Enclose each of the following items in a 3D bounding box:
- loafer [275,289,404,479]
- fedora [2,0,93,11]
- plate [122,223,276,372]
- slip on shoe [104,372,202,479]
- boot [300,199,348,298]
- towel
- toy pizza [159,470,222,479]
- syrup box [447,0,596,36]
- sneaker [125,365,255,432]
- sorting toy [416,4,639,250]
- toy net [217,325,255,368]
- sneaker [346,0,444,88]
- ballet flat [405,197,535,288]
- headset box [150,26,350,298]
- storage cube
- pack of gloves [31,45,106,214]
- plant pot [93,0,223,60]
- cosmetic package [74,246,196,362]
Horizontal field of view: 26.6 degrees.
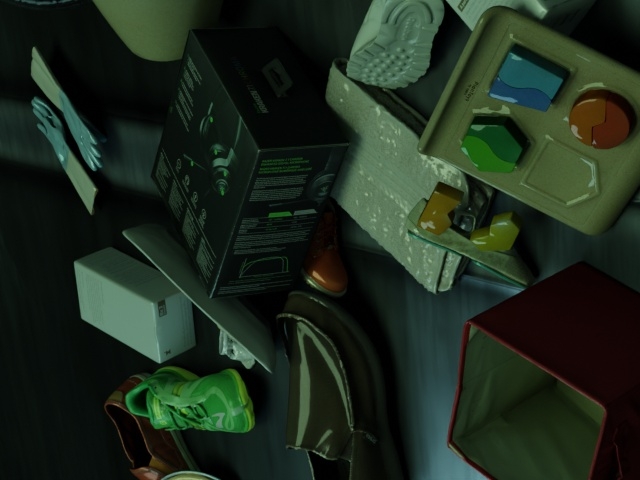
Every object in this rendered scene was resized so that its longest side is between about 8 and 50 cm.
[{"bbox_3d":[0.016,0.243,1.858,0.134,0.130,0.366,1,115,51],"label":"loafer"},{"bbox_3d":[-0.382,-0.494,1.919,0.152,0.334,0.334,-100,21,-44],"label":"fedora"},{"bbox_3d":[-0.157,0.067,1.923,0.278,0.045,0.277,44,178,-3],"label":"plate"},{"bbox_3d":[-0.280,0.396,2.359,0.123,0.101,0.331,-21,93,52],"label":"slip on shoe"},{"bbox_3d":[0.000,0.000,1.831,0.084,0.059,0.158,-39,76,48],"label":"boot"},{"bbox_3d":[0.089,-0.077,1.682,0.282,0.049,0.187,43,137,29],"label":"towel"},{"bbox_3d":[-0.203,0.480,2.290,0.201,0.032,0.201,8,116,17],"label":"toy pizza"},{"bbox_3d":[0.171,-0.304,1.416,0.237,0.093,0.096,54,142,17],"label":"syrup box"},{"bbox_3d":[-0.209,0.269,2.180,0.295,0.123,0.109,-4,105,52],"label":"sneaker"},{"bbox_3d":[0.220,-0.082,1.425,0.229,0.041,0.307,24,135,0],"label":"sorting toy"},{"bbox_3d":[-0.175,0.101,2.111,0.122,0.045,0.232,-22,92,54],"label":"toy net"},{"bbox_3d":[0.092,-0.257,1.564,0.235,0.090,0.094,127,149,-62],"label":"sneaker"},{"bbox_3d":[0.180,0.001,1.567,0.168,0.057,0.052,24,102,-4],"label":"ballet flat"},{"bbox_3d":[-0.099,-0.111,1.772,0.246,0.131,0.283,59,143,37],"label":"headset box"},{"bbox_3d":[0.278,0.167,1.458,0.215,0.193,0.183,32,132,36],"label":"storage cube"},{"bbox_3d":[-0.414,-0.187,2.273,0.232,0.046,0.195,56,154,19],"label":"pack of gloves"},{"bbox_3d":[-0.219,-0.380,1.771,0.256,0.256,0.274,37,152,34],"label":"plant pot"},{"bbox_3d":[-0.309,0.104,2.251,0.231,0.085,0.117,23,126,41],"label":"cosmetic package"}]
